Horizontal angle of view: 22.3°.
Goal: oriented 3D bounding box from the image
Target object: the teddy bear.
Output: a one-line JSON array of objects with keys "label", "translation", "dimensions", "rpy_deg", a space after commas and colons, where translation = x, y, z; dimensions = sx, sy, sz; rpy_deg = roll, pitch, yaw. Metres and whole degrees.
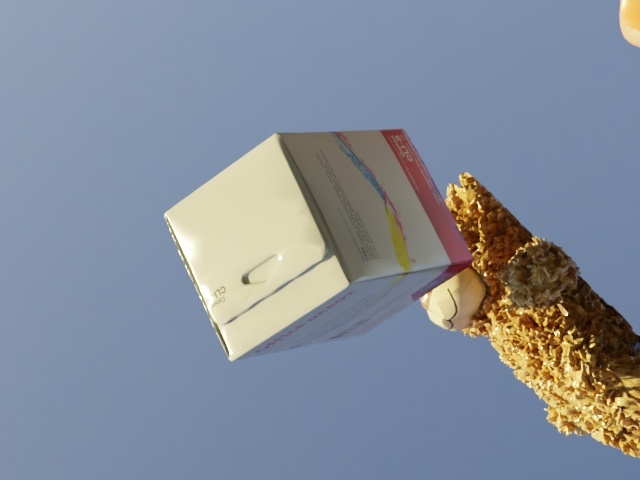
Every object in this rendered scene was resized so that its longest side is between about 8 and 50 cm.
[{"label": "teddy bear", "translation": [0.202, 0.093, 1.353], "dimensions": [0.113, 0.245, 0.338], "rpy_deg": [-45, -100, -3]}]

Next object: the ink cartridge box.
[{"label": "ink cartridge box", "translation": [0.000, 0.000, 1.217], "dimensions": [0.128, 0.127, 0.176], "rpy_deg": [-34, 166, 31]}]

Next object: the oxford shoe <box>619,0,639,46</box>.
[{"label": "oxford shoe", "translation": [0.361, -0.299, 1.230], "dimensions": [0.133, 0.363, 0.130], "rpy_deg": [28, -167, 32]}]
